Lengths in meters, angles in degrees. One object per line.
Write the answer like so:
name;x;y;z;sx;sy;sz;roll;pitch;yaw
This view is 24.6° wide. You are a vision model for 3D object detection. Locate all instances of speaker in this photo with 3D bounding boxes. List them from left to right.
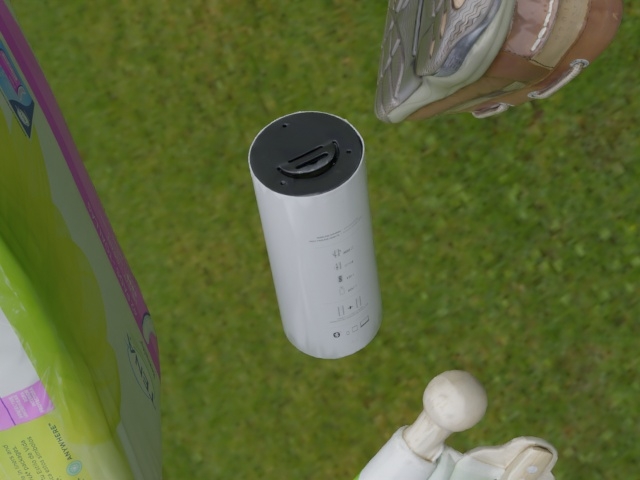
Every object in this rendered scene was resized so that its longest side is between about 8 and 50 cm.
speaker;0.000;0.000;0.724;0.055;0.055;0.136;36;155;29

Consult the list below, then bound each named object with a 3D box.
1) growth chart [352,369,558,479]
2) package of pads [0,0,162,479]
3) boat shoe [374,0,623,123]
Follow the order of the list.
growth chart;0.073;0.130;0.458;0.172;0.237;0.021;-47;36;28
package of pads;-0.165;0.035;0.764;0.229;0.101;0.296;-101;-7;-54
boat shoe;0.109;-0.131;0.974;0.324;0.116;0.123;-150;69;-81
